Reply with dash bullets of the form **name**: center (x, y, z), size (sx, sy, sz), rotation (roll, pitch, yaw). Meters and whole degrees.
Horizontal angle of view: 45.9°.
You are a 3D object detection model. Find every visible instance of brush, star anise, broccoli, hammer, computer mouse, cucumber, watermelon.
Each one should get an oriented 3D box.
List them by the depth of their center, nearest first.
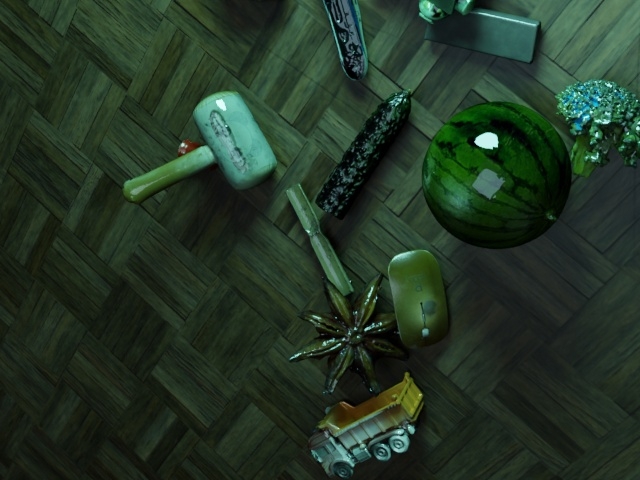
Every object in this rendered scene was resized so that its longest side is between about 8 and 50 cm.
- **broccoli**: center (0.443, -0.177, 1.207), size (0.167, 0.154, 0.160), rotation (26, 137, 16)
- **watermelon**: center (0.288, -0.105, 1.244), size (0.242, 0.242, 0.242), rotation (8, 110, 24)
- **cucumber**: center (0.087, -0.164, 1.419), size (0.072, 0.072, 0.300), rotation (40, 117, 10)
- **computer mouse**: center (0.189, 0.117, 1.457), size (0.102, 0.045, 0.198), rotation (-12, 103, -5)
- **star anise**: center (0.059, 0.182, 1.512), size (0.272, 0.102, 0.271), rotation (-1, 97, -12)
- **hammer**: center (-0.256, -0.153, 1.512), size (0.306, 0.113, 0.201), rotation (-29, 90, 2)
- **brush**: center (0.000, 0.000, 1.536), size (0.043, 0.036, 0.247), rotation (-28, 89, 19)

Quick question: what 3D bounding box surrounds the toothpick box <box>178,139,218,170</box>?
- **toothpick box**: center (-0.254, -0.179, 1.595), size (0.083, 0.047, 0.047), rotation (21, 115, 18)

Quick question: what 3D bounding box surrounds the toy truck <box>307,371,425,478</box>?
- **toy truck**: center (0.095, 0.390, 1.572), size (0.270, 0.114, 0.135), rotation (-36, 93, 30)

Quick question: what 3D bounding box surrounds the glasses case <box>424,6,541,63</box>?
- **glasses case**: center (0.274, -0.355, 1.280), size (0.191, 0.042, 0.072), rotation (19, 118, 20)

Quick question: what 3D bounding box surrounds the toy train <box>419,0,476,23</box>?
- **toy train**: center (0.172, -0.478, 1.246), size (0.253, 0.105, 0.157), rotation (38, 77, 13)

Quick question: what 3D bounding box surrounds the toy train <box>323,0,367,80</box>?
- **toy train**: center (0.044, -0.408, 1.372), size (0.052, 0.051, 0.233), rotation (-11, 105, 29)
